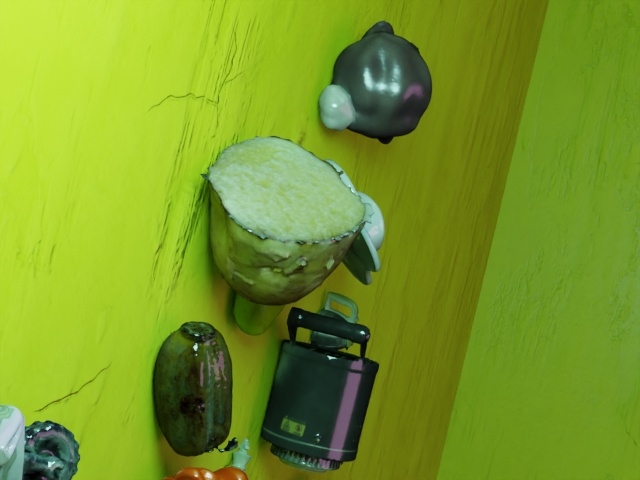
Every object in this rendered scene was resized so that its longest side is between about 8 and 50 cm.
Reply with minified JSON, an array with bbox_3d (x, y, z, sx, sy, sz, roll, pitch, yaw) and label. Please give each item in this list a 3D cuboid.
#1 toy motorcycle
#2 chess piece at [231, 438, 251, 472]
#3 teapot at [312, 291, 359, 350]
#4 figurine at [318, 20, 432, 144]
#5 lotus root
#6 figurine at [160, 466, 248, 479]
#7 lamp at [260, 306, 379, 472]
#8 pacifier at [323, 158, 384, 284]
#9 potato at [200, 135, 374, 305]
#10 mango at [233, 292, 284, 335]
[{"bbox_3d":[-0.424,0.315,1.216,0.327,0.143,0.188,-47,138,-26],"label":"toy motorcycle"},{"bbox_3d":[-0.163,0.455,2.043,0.059,0.059,0.149,55,46,-62],"label":"chess piece"},{"bbox_3d":[0.036,0.189,2.328,0.092,0.090,0.124,-54,149,-48],"label":"teapot"},{"bbox_3d":[0.120,-0.345,2.185,0.218,0.206,0.365,-61,-170,22],"label":"figurine"},{"bbox_3d":[-0.205,0.242,1.719,0.124,0.123,0.241,-20,119,-46],"label":"lotus root"},{"bbox_3d":[-0.257,0.532,1.673,0.411,0.241,0.306,-10,88,-48],"label":"figurine"},{"bbox_3d":[-0.004,0.331,2.146,0.374,0.205,0.272,78,26,-67],"label":"lamp"},{"bbox_3d":[0.000,0.000,2.053,0.233,0.244,0.299,-37,171,-13],"label":"pacifier"},{"bbox_3d":[-0.075,0.005,1.761,0.288,0.301,0.237,-10,133,-34],"label":"potato"},{"bbox_3d":[-0.102,0.091,1.928,0.117,0.089,0.163,70,39,-59],"label":"mango"}]
